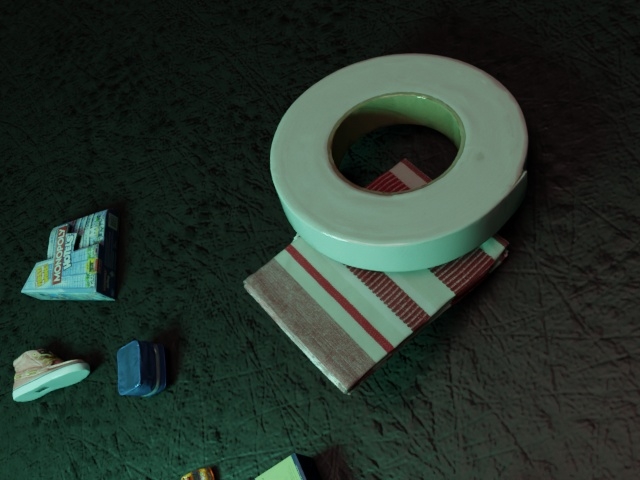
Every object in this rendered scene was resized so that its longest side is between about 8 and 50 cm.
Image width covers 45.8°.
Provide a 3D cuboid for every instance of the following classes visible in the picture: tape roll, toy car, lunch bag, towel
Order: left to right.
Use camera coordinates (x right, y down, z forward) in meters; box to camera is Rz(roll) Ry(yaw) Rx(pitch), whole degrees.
[{"bbox_3d":[-0.306,0.220,1.311,0.067,0.065,0.098,-28,58,34],"label":"lunch bag"},{"bbox_3d":[-0.199,0.416,1.179,0.060,0.040,0.121,-12,63,24],"label":"toy car"},{"bbox_3d":[0.083,0.042,1.117,0.329,0.037,0.237,-38,62,-15],"label":"towel"},{"bbox_3d":[0.119,-0.130,1.152,0.392,0.072,0.391,-6,54,8],"label":"tape roll"}]

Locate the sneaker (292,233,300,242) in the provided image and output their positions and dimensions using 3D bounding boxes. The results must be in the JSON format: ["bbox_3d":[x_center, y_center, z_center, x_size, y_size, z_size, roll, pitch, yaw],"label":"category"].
[{"bbox_3d":[0.000,0.000,1.221,0.088,0.092,0.228,-18,60,23],"label":"sneaker"}]

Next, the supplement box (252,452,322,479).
[{"bbox_3d":[-0.042,0.370,1.103,0.083,0.056,0.083,-36,56,11],"label":"supplement box"}]

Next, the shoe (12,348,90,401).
[{"bbox_3d":[-0.507,0.236,1.413,0.178,0.063,0.081,-25,64,23],"label":"shoe"}]

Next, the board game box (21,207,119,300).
[{"bbox_3d":[-0.494,0.042,1.494,0.194,0.060,0.194,-16,62,21],"label":"board game box"}]
